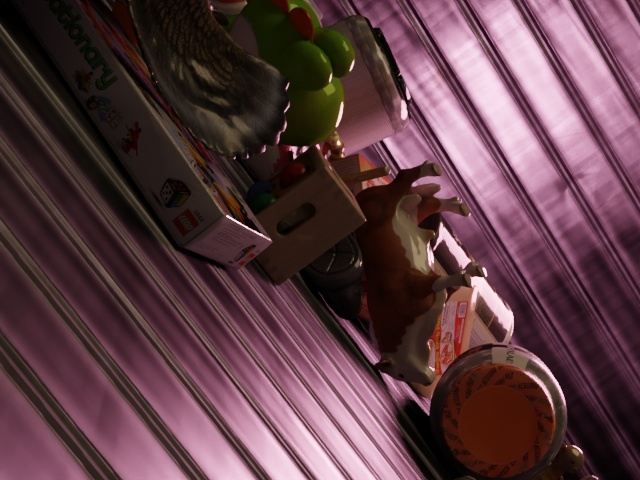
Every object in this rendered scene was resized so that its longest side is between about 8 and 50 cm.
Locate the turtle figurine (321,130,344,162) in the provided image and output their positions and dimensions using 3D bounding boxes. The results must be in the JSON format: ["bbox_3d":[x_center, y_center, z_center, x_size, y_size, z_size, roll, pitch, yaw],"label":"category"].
[{"bbox_3d":[0.025,-0.062,2.333,0.217,0.087,0.269,-96,-167,-45],"label":"turtle figurine"}]

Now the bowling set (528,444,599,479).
[{"bbox_3d":[0.398,0.460,2.121,0.287,0.154,0.200,51,7,-47],"label":"bowling set"}]

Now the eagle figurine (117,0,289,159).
[{"bbox_3d":[-0.134,-0.232,1.315,0.298,0.225,0.226,94,14,-51],"label":"eagle figurine"}]

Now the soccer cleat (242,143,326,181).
[{"bbox_3d":[-0.093,-0.174,2.153,0.143,0.116,0.331,11,-41,33],"label":"soccer cleat"}]

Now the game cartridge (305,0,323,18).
[{"bbox_3d":[-0.074,-0.436,2.330,0.198,0.062,0.297,57,4,-10],"label":"game cartridge"}]

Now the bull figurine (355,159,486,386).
[{"bbox_3d":[0.129,0.043,1.979,0.101,0.188,0.310,21,48,-53],"label":"bull figurine"}]

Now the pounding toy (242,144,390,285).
[{"bbox_3d":[-0.013,-0.062,1.682,0.094,0.181,0.206,52,5,-16],"label":"pounding toy"}]

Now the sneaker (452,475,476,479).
[{"bbox_3d":[0.214,0.350,1.654,0.192,0.064,0.086,50,10,-6],"label":"sneaker"}]

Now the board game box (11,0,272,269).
[{"bbox_3d":[-0.168,-0.116,1.321,0.305,0.053,0.193,55,4,11],"label":"board game box"}]

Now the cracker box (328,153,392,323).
[{"bbox_3d":[0.074,0.004,2.156,0.155,0.067,0.232,36,43,-58],"label":"cracker box"}]

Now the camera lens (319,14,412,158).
[{"bbox_3d":[0.007,-0.249,2.462,0.219,0.274,0.219,-24,90,-86],"label":"camera lens"}]

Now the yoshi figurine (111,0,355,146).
[{"bbox_3d":[-0.094,-0.220,1.713,0.362,0.203,0.203,31,-2,43],"label":"yoshi figurine"}]

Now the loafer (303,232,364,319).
[{"bbox_3d":[0.000,0.000,2.006,0.302,0.109,0.095,-109,-178,-55],"label":"loafer"}]

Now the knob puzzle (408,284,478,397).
[{"bbox_3d":[0.174,0.154,2.247,0.030,0.213,0.213,14,-23,38],"label":"knob puzzle"}]

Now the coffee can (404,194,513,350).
[{"bbox_3d":[0.176,0.085,2.390,0.275,0.201,0.201,51,5,-34],"label":"coffee can"}]

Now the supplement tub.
[{"bbox_3d":[0.257,0.248,2.048,0.193,0.193,0.316,54,4,6],"label":"supplement tub"}]
